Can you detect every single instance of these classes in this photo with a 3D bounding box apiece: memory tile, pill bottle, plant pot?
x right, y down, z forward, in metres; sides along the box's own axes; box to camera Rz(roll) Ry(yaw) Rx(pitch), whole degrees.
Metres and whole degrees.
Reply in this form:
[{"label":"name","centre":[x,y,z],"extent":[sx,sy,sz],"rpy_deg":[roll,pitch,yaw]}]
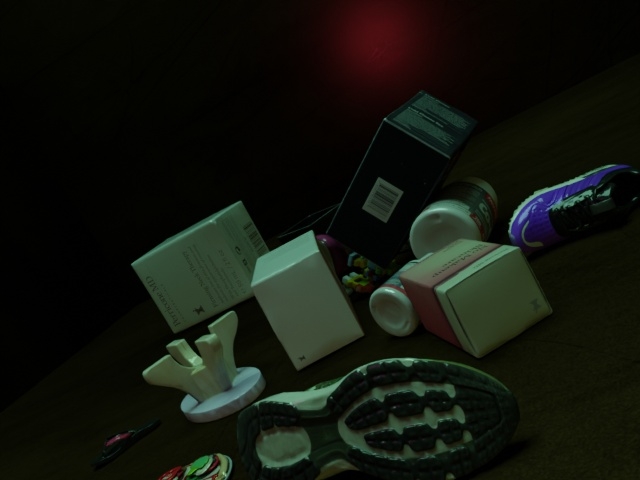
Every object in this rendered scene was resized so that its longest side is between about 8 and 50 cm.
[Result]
[{"label":"memory tile","centre":[0.044,0.148,1.849],"extent":[0.148,0.012,0.113],"rpy_deg":[-24,10,31]},{"label":"pill bottle","centre":[0.190,0.102,1.336],"extent":[0.108,0.108,0.180],"rpy_deg":[-19,13,49]},{"label":"pill bottle","centre":[0.327,-0.047,1.577],"extent":[0.161,0.161,0.283],"rpy_deg":[-23,11,32]},{"label":"plant pot","centre":[0.000,0.000,2.327],"extent":[0.187,0.167,0.188],"rpy_deg":[-20,12,47]}]

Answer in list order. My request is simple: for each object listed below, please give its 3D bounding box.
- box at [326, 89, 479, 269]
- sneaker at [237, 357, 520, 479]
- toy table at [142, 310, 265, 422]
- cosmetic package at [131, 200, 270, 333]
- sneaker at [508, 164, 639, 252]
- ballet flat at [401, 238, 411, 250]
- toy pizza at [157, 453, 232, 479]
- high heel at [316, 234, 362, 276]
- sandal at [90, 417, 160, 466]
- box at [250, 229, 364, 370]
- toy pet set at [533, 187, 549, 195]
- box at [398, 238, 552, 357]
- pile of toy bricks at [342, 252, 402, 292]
[{"label":"box","centre":[0.209,-0.157,1.660],"extent":[0.312,0.179,0.343],"rpy_deg":[-46,-14,-56]},{"label":"sneaker","centre":[0.079,0.230,0.908],"extent":[0.410,0.158,0.182],"rpy_deg":[-17,-4,34]},{"label":"toy table","centre":[-0.252,0.289,1.497],"extent":[0.274,0.161,0.252],"rpy_deg":[-22,11,44]},{"label":"cosmetic package","centre":[-0.439,0.099,2.614],"extent":[0.394,0.329,0.327],"rpy_deg":[-27,9,18]},{"label":"sneaker","centre":[0.512,-0.067,1.302],"extent":[0.293,0.102,0.146],"rpy_deg":[-29,9,-3]},{"label":"ballet flat","centre":[0.259,-0.010,1.902],"extent":[0.070,0.070,0.188],"rpy_deg":[-34,10,-32]},{"label":"toy pizza","centre":[-0.240,0.420,1.121],"extent":[0.201,0.032,0.201],"rpy_deg":[-28,9,5]},{"label":"high heel","centre":[0.071,0.011,1.896],"extent":[0.181,0.127,0.377],"rpy_deg":[-39,-9,-5]},{"label":"sandal","centre":[-0.460,0.460,1.556],"extent":[0.179,0.040,0.067],"rpy_deg":[-34,10,-28]},{"label":"box","centre":[-0.035,0.124,1.562],"extent":[0.168,0.215,0.345],"rpy_deg":[-28,9,1]},{"label":"toy pet set","centre":[0.497,-0.052,1.483],"extent":[0.122,0.065,0.114],"rpy_deg":[-22,46,53]},{"label":"box","centre":[0.254,0.089,1.143],"extent":[0.149,0.127,0.232],"rpy_deg":[-30,8,-9]},{"label":"pile of toy bricks","centre":[0.163,0.063,1.741],"extent":[0.105,0.118,0.212],"rpy_deg":[26,30,31]}]
